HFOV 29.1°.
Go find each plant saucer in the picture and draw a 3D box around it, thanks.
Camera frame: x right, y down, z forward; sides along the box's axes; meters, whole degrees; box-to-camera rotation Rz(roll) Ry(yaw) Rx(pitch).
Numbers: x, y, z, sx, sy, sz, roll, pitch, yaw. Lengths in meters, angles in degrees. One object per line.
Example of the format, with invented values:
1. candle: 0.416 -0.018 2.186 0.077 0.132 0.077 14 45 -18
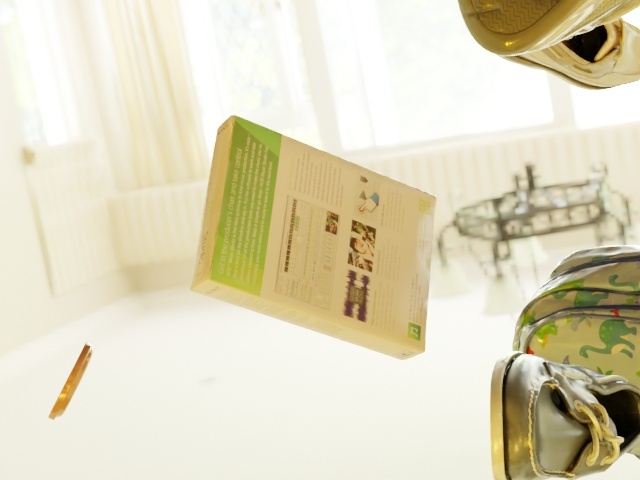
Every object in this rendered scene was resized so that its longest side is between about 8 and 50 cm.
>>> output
1. plant saucer: -0.245 0.140 1.217 0.013 0.083 0.083 27 -175 -8

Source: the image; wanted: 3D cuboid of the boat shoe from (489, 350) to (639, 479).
1. boat shoe: 0.227 0.159 1.111 0.099 0.116 0.319 -2 174 23

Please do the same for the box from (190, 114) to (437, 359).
1. box: 0.000 0.000 1.573 0.322 0.232 0.058 21 151 -27

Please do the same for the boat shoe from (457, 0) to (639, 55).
1. boat shoe: 0.219 -0.218 0.742 0.103 0.118 0.320 -11 159 -44

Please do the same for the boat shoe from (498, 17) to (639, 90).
1. boat shoe: 0.391 -0.284 1.787 0.302 0.113 0.103 1 177 -32

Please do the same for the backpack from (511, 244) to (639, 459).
1. backpack: 0.419 0.137 1.528 0.356 0.290 0.273 21 -134 37
